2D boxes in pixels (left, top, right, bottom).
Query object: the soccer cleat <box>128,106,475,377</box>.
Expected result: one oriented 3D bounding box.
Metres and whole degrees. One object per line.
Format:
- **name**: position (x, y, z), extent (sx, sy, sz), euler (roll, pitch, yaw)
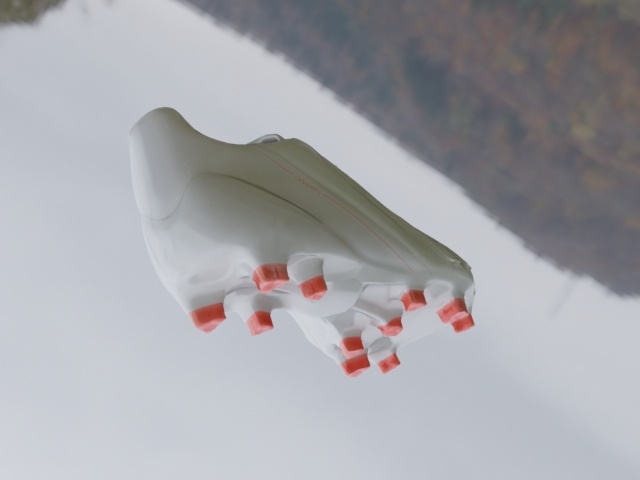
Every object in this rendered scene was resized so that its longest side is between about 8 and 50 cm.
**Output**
- **soccer cleat**: position (0.000, 0.000, 0.660), extent (0.196, 0.068, 0.076), euler (20, -137, -60)
